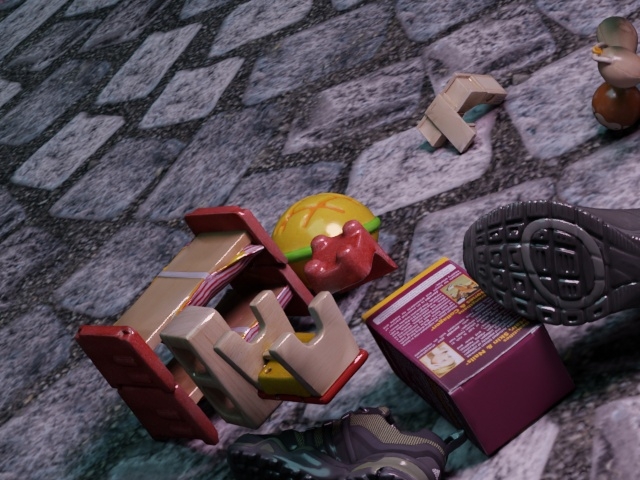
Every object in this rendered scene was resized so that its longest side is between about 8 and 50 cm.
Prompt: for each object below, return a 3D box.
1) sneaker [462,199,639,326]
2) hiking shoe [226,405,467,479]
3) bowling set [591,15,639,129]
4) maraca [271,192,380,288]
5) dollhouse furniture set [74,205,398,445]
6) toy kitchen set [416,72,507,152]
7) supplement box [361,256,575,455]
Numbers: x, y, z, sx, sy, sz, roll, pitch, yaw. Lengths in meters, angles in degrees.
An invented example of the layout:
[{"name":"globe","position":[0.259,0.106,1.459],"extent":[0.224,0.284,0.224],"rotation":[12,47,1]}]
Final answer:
[{"name":"sneaker","position":[0.267,0.018,1.406],"extent":[0.286,0.109,0.130],"rotation":[4,4,15]},{"name":"hiking shoe","position":[0.021,0.198,1.447],"extent":[0.226,0.086,0.114],"rotation":[3,30,39]},{"name":"bowling set","position":[0.354,-0.171,1.626],"extent":[0.154,0.287,0.200],"rotation":[-78,10,-63]},{"name":"maraca","position":[0.000,0.000,1.747],"extent":[0.127,0.099,0.185],"rotation":[-18,5,-9]},{"name":"dollhouse furniture set","position":[-0.048,0.084,1.558],"extent":[0.374,0.152,0.201],"rotation":[-1,40,53]},{"name":"toy kitchen set","position":[0.172,-0.138,1.868],"extent":[0.068,0.075,0.083],"rotation":[51,122,26]},{"name":"supplement box","position":[0.131,0.100,1.471],"extent":[0.104,0.081,0.188],"rotation":[-36,28,-8]}]
